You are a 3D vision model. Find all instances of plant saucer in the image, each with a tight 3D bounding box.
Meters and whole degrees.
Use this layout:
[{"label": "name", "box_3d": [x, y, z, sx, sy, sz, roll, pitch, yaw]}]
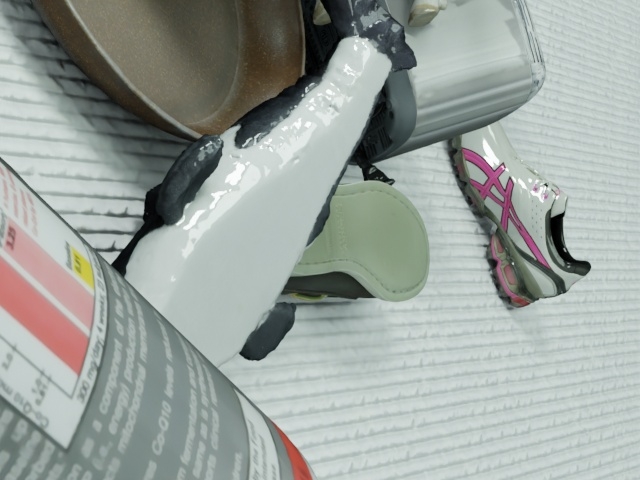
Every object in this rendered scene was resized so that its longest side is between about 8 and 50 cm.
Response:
[{"label": "plant saucer", "box_3d": [-0.114, -0.197, 1.067, 0.310, 0.050, 0.310, 42, 37, -43]}]

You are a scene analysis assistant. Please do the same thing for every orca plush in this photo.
[{"label": "orca plush", "box_3d": [-0.064, -0.035, 0.956, 0.151, 0.102, 0.287, 42, 69, -53]}]

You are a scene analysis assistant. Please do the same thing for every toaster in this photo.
[{"label": "toaster", "box_3d": [0.068, -0.154, 1.235, 0.146, 0.129, 0.227, -16, 82, -28]}]

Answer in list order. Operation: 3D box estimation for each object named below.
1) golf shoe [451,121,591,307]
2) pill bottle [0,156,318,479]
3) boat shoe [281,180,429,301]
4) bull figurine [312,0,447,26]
[{"label": "golf shoe", "box_3d": [0.175, -0.040, 1.453, 0.067, 0.086, 0.186, -18, 86, -62]}, {"label": "pill bottle", "box_3d": [-0.171, 0.060, 0.602, 0.363, 0.210, 0.210, 49, 33, -36]}, {"label": "boat shoe", "box_3d": [0.000, 0.000, 1.116, 0.228, 0.069, 0.081, 13, 72, -59]}, {"label": "bull figurine", "box_3d": [0.011, -0.238, 1.080, 0.310, 0.101, 0.188, -10, 74, -43]}]
